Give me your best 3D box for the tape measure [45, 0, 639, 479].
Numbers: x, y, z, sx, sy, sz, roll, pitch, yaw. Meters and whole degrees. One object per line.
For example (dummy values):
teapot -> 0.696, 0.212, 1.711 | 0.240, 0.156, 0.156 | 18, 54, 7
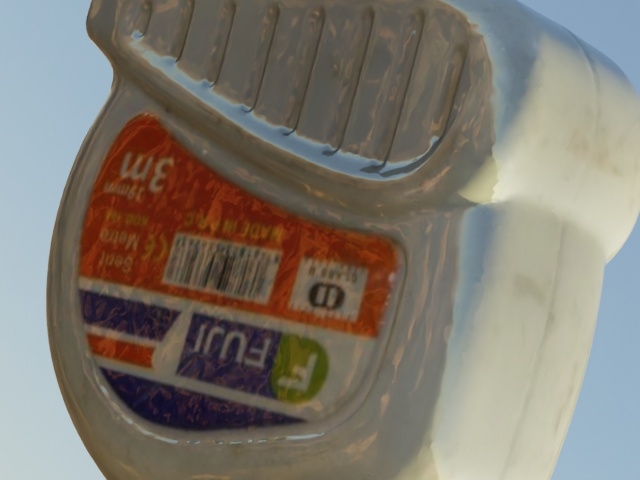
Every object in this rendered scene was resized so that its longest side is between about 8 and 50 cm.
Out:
tape measure -> 0.000, 0.000, 0.827 | 0.258, 0.265, 0.130 | 10, -7, 41
